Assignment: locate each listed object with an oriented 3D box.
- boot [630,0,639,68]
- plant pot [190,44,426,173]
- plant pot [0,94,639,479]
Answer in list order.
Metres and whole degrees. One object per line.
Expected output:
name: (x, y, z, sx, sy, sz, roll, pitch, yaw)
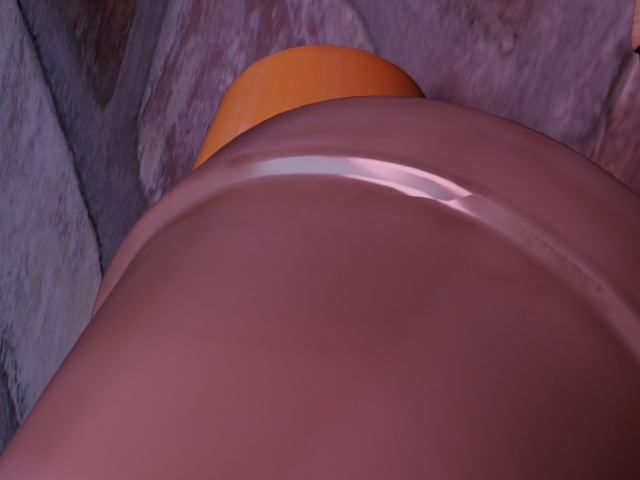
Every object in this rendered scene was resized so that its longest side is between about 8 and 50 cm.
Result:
boot: (0.216, -0.054, 0.620, 0.248, 0.090, 0.207, -1, 98, 63)
plant pot: (0.000, 0.000, 0.918, 0.205, 0.205, 0.188, 122, 157, -44)
plant pot: (-0.009, 0.141, 0.648, 0.323, 0.280, 0.323, 14, 122, 25)
